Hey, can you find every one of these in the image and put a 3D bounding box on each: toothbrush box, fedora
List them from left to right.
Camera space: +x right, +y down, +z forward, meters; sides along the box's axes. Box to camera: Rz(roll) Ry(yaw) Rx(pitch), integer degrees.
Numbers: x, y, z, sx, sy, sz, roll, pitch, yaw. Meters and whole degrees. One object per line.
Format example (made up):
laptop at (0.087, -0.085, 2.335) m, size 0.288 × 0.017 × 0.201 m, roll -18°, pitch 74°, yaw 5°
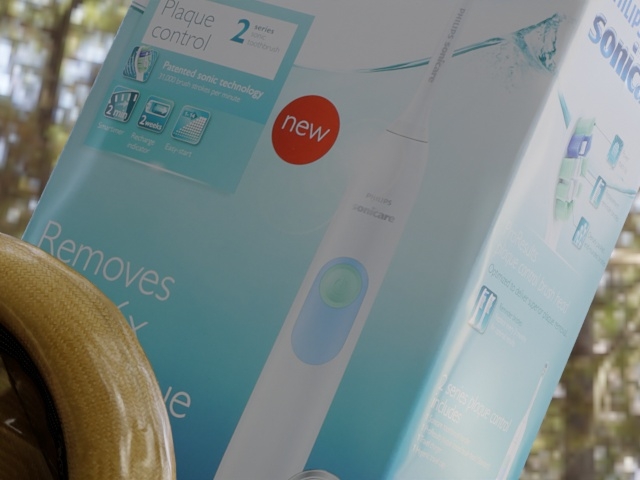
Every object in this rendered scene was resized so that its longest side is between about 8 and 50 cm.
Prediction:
fedora at (-0.137, 0.088, 0.592) m, size 0.194 × 0.194 × 0.079 m, roll 5°, pitch -26°, yaw 0°
toothbrush box at (0.000, 0.000, 0.791) m, size 0.216 × 0.296 × 0.126 m, roll 20°, pitch -10°, yaw 31°
